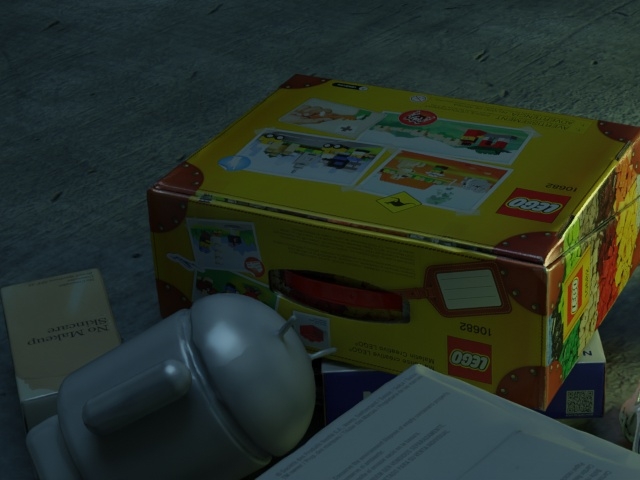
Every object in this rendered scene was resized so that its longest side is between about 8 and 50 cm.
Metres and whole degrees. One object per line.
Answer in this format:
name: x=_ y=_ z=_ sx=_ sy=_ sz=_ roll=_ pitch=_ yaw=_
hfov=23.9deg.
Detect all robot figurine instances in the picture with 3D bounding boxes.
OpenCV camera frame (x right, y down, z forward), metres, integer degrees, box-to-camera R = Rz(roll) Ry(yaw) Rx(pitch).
robot figurine: x=-0.153 y=0.191 z=1.706 sx=0.353 sy=0.200 sz=0.300 roll=-30 pitch=-16 yaw=10

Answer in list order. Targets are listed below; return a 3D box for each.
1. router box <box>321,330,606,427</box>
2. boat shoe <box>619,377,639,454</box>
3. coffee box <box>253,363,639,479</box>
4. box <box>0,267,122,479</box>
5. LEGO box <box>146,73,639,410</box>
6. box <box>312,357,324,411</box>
router box: x=0.167 y=0.109 z=1.887 sx=0.335 sy=0.082 sz=0.301 roll=-2 pitch=29 yaw=3
boat shoe: x=0.386 y=0.215 z=1.763 sx=0.075 sy=0.083 sz=0.226 roll=-3 pitch=13 yaw=26
coffee box: x=0.113 y=0.362 z=1.235 sx=0.338 sy=0.335 sz=0.337 roll=19 pitch=35 yaw=37
box: x=-0.323 y=0.166 z=1.952 sx=0.148 sy=0.121 sz=0.311 roll=-12 pitch=27 yaw=-12
LEGO box: x=0.103 y=-0.020 z=1.840 sx=0.500 sy=0.193 sz=0.372 roll=12 pitch=33 yaw=26
box: x=0.067 y=0.161 z=1.952 sx=0.220 sy=0.051 sz=0.175 roll=7 pitch=30 yaw=24
